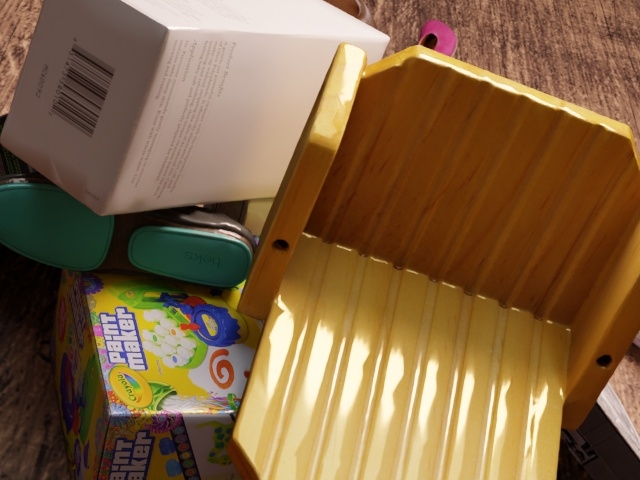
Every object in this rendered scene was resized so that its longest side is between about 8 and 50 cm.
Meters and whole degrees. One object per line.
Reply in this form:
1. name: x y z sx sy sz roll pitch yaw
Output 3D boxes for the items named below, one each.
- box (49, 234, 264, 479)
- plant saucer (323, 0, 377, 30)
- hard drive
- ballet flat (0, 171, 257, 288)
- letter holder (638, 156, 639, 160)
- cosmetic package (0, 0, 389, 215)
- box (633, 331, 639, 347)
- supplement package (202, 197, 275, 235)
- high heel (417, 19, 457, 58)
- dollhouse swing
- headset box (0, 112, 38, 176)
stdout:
1. box: -0.111 0.141 1.406 0.279 0.177 0.290 3 35 -20
2. plant saucer: -0.044 -0.402 2.395 0.310 0.050 0.310 11 32 -7
3. hard drive: 0.258 0.111 1.593 0.237 0.064 0.339 50 15 -33
4. ballet flat: -0.200 -0.013 1.367 0.280 0.095 0.096 16 21 -18
5. letter holder: 0.438 -0.011 1.833 0.214 0.152 0.302 -8 20 -37
6. cosmetic package: -0.112 -0.150 1.384 0.155 0.197 0.365 33 21 26
7. box: 0.527 0.189 1.723 0.063 0.067 0.324 -12 43 -38
8. supplement package: 0.000 0.000 1.646 0.262 0.204 0.145 2 36 -22
9. high heel: 0.161 -0.300 2.299 0.117 0.082 0.244 16 43 -19
10. dollhouse swing: 0.115 0.059 1.225 0.347 0.315 0.305 21 32 -5
11. headset box: -0.286 -0.082 1.571 0.246 0.131 0.283 -18 4 -43
